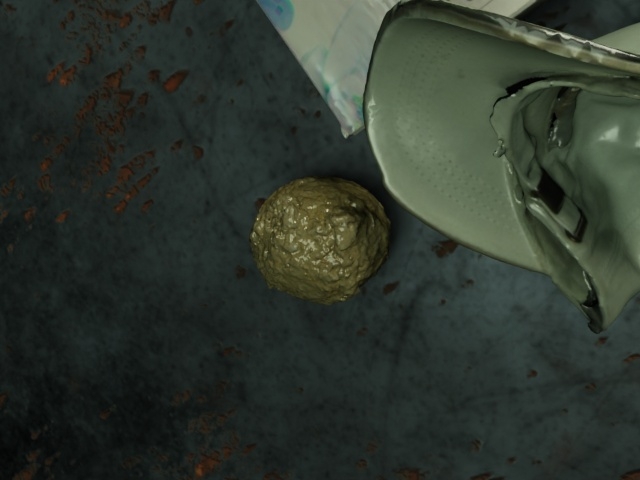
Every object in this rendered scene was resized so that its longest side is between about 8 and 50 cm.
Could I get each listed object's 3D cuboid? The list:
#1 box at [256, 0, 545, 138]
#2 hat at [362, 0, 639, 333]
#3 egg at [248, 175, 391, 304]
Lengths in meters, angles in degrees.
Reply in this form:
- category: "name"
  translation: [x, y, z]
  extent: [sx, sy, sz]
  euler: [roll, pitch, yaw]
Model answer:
- category: "box"
  translation: [0.083, -0.243, 0.653]
  extent: [0.274, 0.116, 0.203]
  euler: [-34, 91, 27]
- category: "hat"
  translation: [0.181, -0.091, 0.599]
  extent: [0.301, 0.168, 0.258]
  euler: [22, 144, 0]
- category: "egg"
  translation: [0.000, 0.000, 0.758]
  extent: [0.140, 0.118, 0.116]
  euler: [-24, 76, 42]
